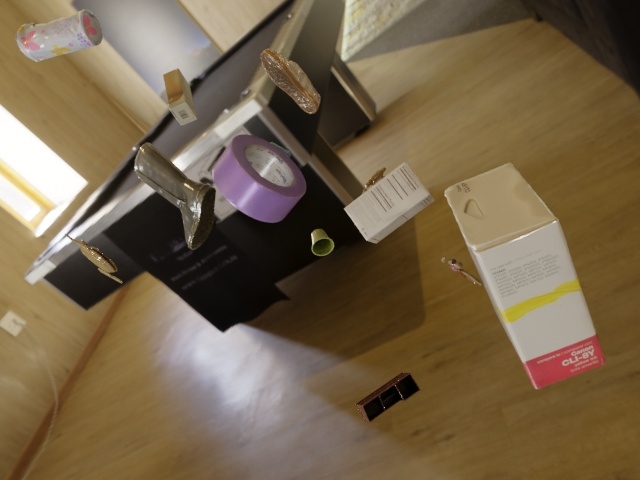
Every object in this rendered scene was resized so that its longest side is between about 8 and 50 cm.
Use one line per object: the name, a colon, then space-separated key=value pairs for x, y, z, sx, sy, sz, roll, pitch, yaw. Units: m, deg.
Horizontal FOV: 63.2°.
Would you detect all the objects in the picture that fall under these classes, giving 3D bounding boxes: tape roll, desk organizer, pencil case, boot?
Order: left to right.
pencil case: x=-0.885 y=-0.697 z=1.769 sx=0.274 sy=0.113 sz=0.123 roll=-7 pitch=79 yaw=12
boot: x=-0.342 y=-0.100 z=1.200 sx=0.076 sy=0.209 sz=0.189 roll=-40 pitch=-27 yaw=-57
tape roll: x=-0.128 y=-0.133 z=1.112 sx=0.080 sy=0.189 sz=0.189 roll=-47 pitch=21 yaw=30
desk organizer: x=0.145 y=0.335 z=1.114 sx=0.130 sy=0.047 sz=0.050 roll=-30 pitch=-7 yaw=-15

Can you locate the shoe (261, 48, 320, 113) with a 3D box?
shoe: x=-0.079 y=-0.450 z=1.449 sx=0.077 sy=0.219 sz=0.058 roll=-5 pitch=48 yaw=51

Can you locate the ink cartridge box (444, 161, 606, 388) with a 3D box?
ink cartridge box: x=0.425 y=0.068 z=1.100 sx=0.161 sy=0.384 sz=0.279 roll=-25 pitch=27 yaw=13

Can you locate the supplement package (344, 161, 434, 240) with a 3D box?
supplement package: x=0.225 y=-0.117 z=1.678 sx=0.244 sy=0.133 sz=0.139 roll=-37 pitch=-15 yaw=12

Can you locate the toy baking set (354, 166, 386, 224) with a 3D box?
toy baking set: x=0.202 y=-0.164 z=2.004 sx=0.030 sy=0.196 sz=0.256 roll=17 pitch=35 yaw=25

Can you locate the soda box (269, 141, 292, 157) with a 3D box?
soda box: x=-0.148 y=-0.183 z=1.319 sx=0.071 sy=0.067 sz=0.210 roll=-62 pitch=-4 yaw=29

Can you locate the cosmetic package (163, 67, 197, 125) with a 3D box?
cosmetic package: x=-0.315 y=-0.321 z=1.164 sx=0.041 sy=0.060 sz=0.115 roll=-21 pitch=58 yaw=4

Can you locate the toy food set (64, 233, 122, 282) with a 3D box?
toy food set: x=-0.660 y=0.046 z=1.550 sx=0.133 sy=0.192 sz=0.038 roll=21 pitch=62 yaw=30

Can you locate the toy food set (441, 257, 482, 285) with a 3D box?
toy food set: x=0.379 y=0.079 z=1.386 sx=0.019 sy=0.122 sz=0.078 roll=-52 pitch=-12 yaw=-4

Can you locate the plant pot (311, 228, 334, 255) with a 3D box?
plant pot: x=0.000 y=0.000 z=1.904 sx=0.083 sy=0.083 sz=0.079 roll=-36 pitch=39 yaw=12
